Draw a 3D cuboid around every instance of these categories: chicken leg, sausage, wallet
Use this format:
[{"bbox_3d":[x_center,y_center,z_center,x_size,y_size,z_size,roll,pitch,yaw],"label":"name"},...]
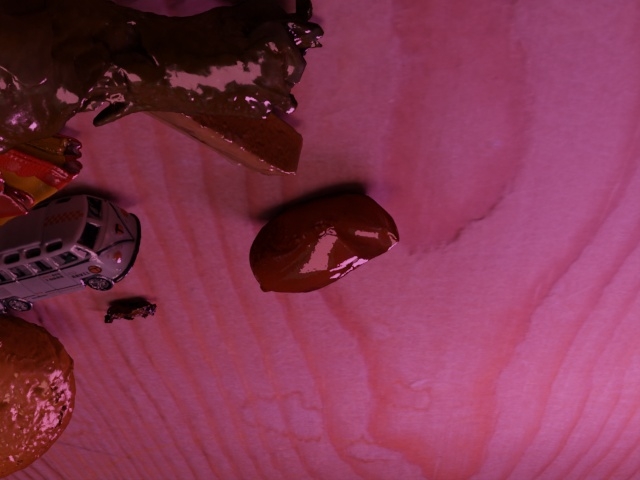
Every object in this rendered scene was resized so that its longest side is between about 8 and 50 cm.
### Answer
[{"bbox_3d":[-0.231,0.084,1.822,0.083,0.021,0.036,-13,164,29],"label":"chicken leg"},{"bbox_3d":[0.000,0.000,1.557,0.179,0.089,0.089,-21,151,33],"label":"sausage"},{"bbox_3d":[-0.194,-0.136,1.140,0.429,0.153,0.201,-2,151,-17],"label":"chicken leg"},{"bbox_3d":[-0.338,-0.082,1.357,0.141,0.067,0.241,-22,149,38],"label":"wallet"}]

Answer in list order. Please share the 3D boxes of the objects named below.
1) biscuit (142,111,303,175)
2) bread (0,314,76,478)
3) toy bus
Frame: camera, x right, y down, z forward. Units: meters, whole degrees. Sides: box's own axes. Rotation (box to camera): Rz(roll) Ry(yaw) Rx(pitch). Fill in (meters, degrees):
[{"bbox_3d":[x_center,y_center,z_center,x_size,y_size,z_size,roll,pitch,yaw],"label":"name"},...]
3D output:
[{"bbox_3d":[-0.090,-0.104,1.331,0.056,0.052,0.188,-2,160,37],"label":"biscuit"},{"bbox_3d":[-0.412,0.186,1.843,0.240,0.139,0.240,-15,124,-24],"label":"bread"},{"bbox_3d":[-0.277,0.009,1.558,0.193,0.087,0.089,-13,145,31],"label":"toy bus"}]
